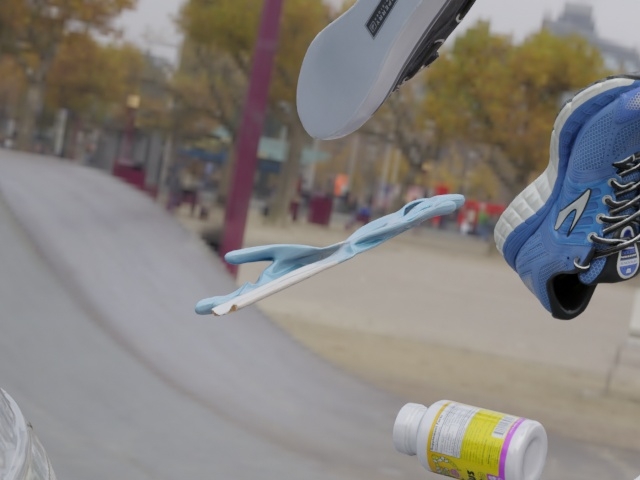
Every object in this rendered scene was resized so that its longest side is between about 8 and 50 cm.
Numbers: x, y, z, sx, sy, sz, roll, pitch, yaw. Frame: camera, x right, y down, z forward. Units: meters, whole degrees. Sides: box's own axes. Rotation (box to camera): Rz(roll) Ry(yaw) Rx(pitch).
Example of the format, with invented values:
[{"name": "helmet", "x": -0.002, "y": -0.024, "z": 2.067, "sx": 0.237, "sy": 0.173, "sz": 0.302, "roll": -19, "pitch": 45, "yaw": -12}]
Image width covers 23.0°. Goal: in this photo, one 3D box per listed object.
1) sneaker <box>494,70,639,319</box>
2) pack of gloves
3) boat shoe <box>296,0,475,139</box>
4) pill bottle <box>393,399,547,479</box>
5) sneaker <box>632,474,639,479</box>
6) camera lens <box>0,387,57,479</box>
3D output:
[{"name": "sneaker", "x": 0.290, "y": -0.040, "z": 1.553, "sx": 0.130, "sy": 0.147, "sz": 0.330, "roll": -10, "pitch": -34, "yaw": -24}, {"name": "pack of gloves", "x": 0.000, "y": 0.000, "z": 1.326, "sx": 0.232, "sy": 0.046, "sz": 0.195, "roll": -24, "pitch": 0, "yaw": -18}, {"name": "boat shoe", "x": 0.061, "y": -0.156, "z": 1.166, "sx": 0.076, "sy": 0.228, "sz": 0.080, "roll": -5, "pitch": 54, "yaw": -36}, {"name": "pill bottle", "x": 0.085, "y": 0.116, "z": 0.905, "sx": 0.083, "sy": 0.043, "sz": 0.043, "roll": 10, "pitch": 2, "yaw": 33}, {"name": "sneaker", "x": 0.171, "y": 0.181, "z": 0.703, "sx": 0.235, "sy": 0.094, "sz": 0.153, "roll": -8, "pitch": 52, "yaw": -50}, {"name": "camera lens", "x": -0.252, "y": 0.228, "z": 0.981, "sx": 0.219, "sy": 0.274, "sz": 0.219, "roll": -11, "pitch": 33, "yaw": 7}]
